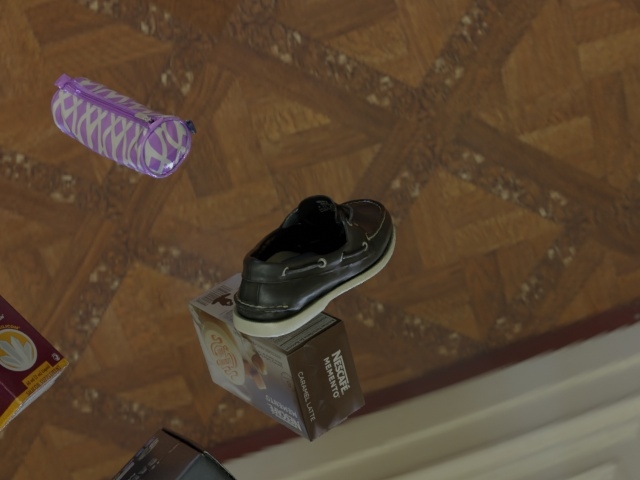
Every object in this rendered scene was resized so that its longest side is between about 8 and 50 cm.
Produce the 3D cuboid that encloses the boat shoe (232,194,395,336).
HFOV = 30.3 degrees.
[{"bbox_3d":[-0.004,-0.001,1.535,0.127,0.340,0.113,14,121,33],"label":"boat shoe"}]

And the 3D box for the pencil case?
[{"bbox_3d":[-0.258,-0.147,1.513,0.086,0.206,0.088,-53,141,-18],"label":"pencil case"}]

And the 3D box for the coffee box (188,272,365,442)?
[{"bbox_3d":[-0.063,0.153,1.607,0.098,0.246,0.141,-30,121,-27],"label":"coffee box"}]

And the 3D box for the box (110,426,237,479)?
[{"bbox_3d":[-0.173,0.260,0.957,0.059,0.183,0.232,46,76,-12],"label":"box"}]

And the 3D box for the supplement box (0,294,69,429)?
[{"bbox_3d":[-0.439,0.139,1.544,0.188,0.104,0.081,44,128,0],"label":"supplement box"}]
